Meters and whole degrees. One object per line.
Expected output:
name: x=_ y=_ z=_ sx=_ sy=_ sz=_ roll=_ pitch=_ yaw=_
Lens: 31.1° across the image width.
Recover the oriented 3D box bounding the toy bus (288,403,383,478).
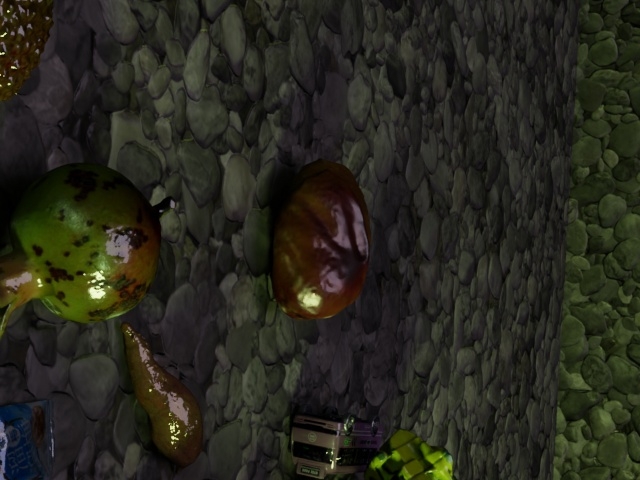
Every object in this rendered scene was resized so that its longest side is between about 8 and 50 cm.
toy bus: x=0.024 y=0.297 z=1.690 sx=0.178 sy=0.086 sz=0.098 roll=23 pitch=76 yaw=-64

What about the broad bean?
broad bean: x=-0.004 y=0.000 z=1.590 sx=0.156 sy=0.122 sz=0.229 roll=17 pitch=68 yaw=-36

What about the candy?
candy: x=-0.294 y=0.198 z=1.109 sx=0.136 sy=0.038 sz=0.088 roll=21 pitch=59 yaw=-70

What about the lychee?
lychee: x=-0.302 y=-0.184 z=0.953 sx=0.171 sy=0.171 sz=0.171 roll=-4 pitch=95 yaw=-63

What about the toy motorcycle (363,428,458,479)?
toy motorcycle: x=0.126 y=0.383 z=1.695 sx=0.206 sy=0.142 sz=0.342 roll=-39 pitch=163 yaw=-21

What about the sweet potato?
sweet potato: x=-0.174 y=0.186 z=1.315 sx=0.068 sy=0.068 sz=0.226 roll=-55 pitch=138 yaw=-48

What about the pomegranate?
pomegranate: x=-0.241 y=0.015 z=1.084 sx=0.220 sy=0.156 sz=0.156 roll=-41 pitch=127 yaw=-51
